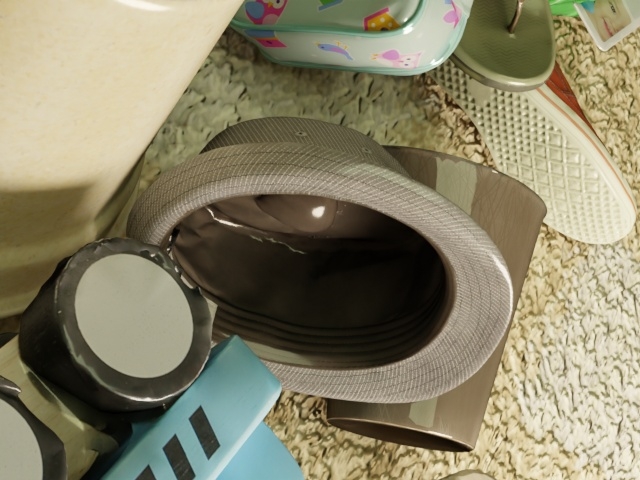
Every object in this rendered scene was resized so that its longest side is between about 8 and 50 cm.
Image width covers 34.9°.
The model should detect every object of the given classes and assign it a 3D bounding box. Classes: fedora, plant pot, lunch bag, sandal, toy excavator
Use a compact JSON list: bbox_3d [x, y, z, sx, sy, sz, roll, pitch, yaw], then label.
[{"bbox_3d":[0.000,0.000,0.755,0.275,0.244,0.124,11,45,-4],"label":"fedora"},{"bbox_3d":[-0.196,-0.155,0.636,0.333,0.305,0.334,20,54,-31],"label":"plant pot"},{"bbox_3d":[0.034,-0.288,0.887,0.108,0.224,0.279,29,72,-58],"label":"lunch bag"},{"bbox_3d":[0.158,-0.285,0.928,0.120,0.086,0.303,-3,85,-12],"label":"sandal"},{"bbox_3d":[-0.065,0.215,0.692,0.445,0.222,0.433,51,41,-7],"label":"toy excavator"}]

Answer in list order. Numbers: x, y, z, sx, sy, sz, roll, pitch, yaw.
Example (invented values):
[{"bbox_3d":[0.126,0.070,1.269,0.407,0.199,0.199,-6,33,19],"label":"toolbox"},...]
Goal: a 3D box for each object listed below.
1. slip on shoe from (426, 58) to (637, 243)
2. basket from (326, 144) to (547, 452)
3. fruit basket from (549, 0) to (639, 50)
[{"bbox_3d":[0.212,-0.138,1.026,0.331,0.123,0.101,51,55,-4],"label":"slip on shoe"},{"bbox_3d":[0.090,0.059,0.885,0.204,0.154,0.227,19,72,-25],"label":"basket"},{"bbox_3d":[0.316,-0.403,1.125,0.353,0.165,0.327,-32,94,-35],"label":"fruit basket"}]
